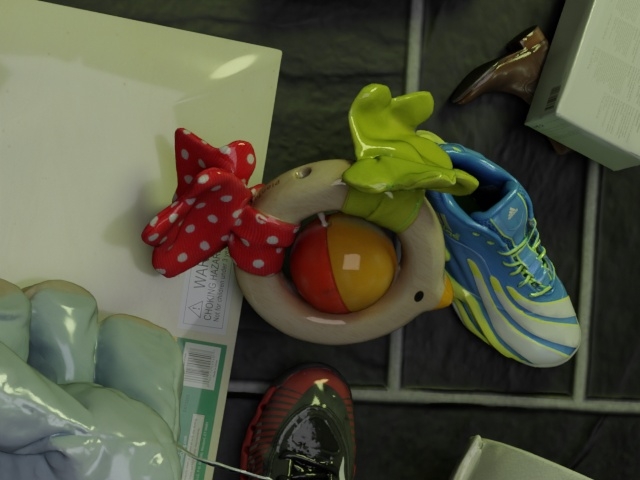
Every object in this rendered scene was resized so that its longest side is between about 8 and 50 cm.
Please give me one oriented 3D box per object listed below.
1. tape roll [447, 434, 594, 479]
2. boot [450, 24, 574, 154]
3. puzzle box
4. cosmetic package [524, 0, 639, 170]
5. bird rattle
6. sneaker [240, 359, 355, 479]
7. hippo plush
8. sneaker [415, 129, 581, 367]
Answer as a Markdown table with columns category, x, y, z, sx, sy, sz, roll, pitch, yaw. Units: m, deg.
| category | x | y | z | sx | sy | sz | roll | pitch | yaw |
| --- | --- | --- | --- | --- | --- | --- | --- | --- | --- |
| tape roll | 0.269 | 0.272 | 1.462 | 0.392 | 0.392 | 0.072 | 31 | 82 | -14 |
| boot | 0.179 | -0.109 | 1.621 | 0.106 | 0.037 | 0.114 | -38 | 105 | -12 |
| puzzle box | -0.196 | 0.024 | 1.497 | 0.272 | 0.052 | 0.408 | 11 | 87 | -17 |
| cosmetic package | 0.259 | -0.188 | 1.613 | 0.099 | 0.060 | 0.239 | 25 | 74 | -18 |
| bird rattle | 0.000 | 0.000 | 1.453 | 0.254 | 0.143 | 0.207 | -22 | 121 | 3 |
| sneaker | -0.021 | 0.231 | 1.506 | 0.098 | 0.135 | 0.276 | 16 | 84 | -14 |
| hippo plush | -0.205 | 0.184 | 1.391 | 0.294 | 0.234 | 0.236 | 33 | 112 | 1 |
| sneaker | 0.143 | 0.013 | 1.560 | 0.091 | 0.126 | 0.240 | -44 | 101 | -12 |
